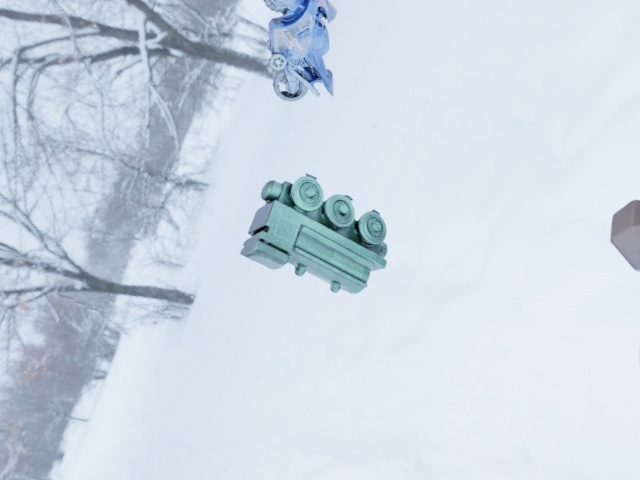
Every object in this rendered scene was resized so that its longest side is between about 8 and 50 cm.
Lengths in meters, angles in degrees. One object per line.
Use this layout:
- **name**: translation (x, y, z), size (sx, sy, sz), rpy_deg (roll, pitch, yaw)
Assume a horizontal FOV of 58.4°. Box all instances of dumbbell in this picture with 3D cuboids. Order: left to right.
- **dumbbell**: translation (0.416, -0.045, 0.607), size (0.231, 0.092, 0.082), rpy_deg (122, 145, -56)

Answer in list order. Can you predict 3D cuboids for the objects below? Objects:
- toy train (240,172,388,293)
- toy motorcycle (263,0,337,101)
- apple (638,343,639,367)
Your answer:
- **toy train**: translation (0.000, 0.000, 0.649), size (0.071, 0.170, 0.111), rpy_deg (-18, 49, 59)
- **toy motorcycle**: translation (-0.028, -0.314, 0.897), size (0.076, 0.114, 0.205), rpy_deg (-102, 6, -49)
- **apple**: translation (0.395, 0.136, 0.543), size (0.162, 0.201, 0.201), rpy_deg (-33, 29, 16)
